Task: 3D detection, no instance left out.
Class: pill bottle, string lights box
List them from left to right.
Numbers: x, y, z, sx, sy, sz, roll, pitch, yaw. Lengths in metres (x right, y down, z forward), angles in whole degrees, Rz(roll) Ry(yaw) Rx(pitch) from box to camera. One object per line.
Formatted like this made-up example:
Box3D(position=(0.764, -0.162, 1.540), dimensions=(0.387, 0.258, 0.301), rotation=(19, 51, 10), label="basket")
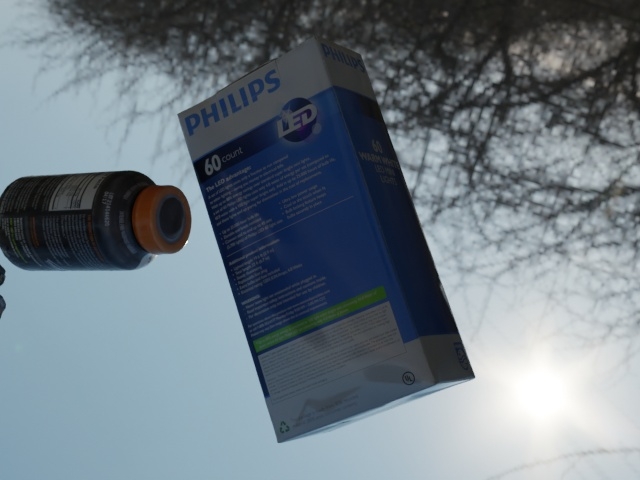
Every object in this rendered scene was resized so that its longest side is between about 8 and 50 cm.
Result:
Box3D(position=(-0.289, -0.024, 1.354), dimensions=(0.246, 0.130, 0.130), rotation=(0, -171, 28), label="pill bottle")
Box3D(position=(0.000, 0.000, 0.759), dimensions=(0.133, 0.259, 0.077), rotation=(-25, 165, 27), label="string lights box")

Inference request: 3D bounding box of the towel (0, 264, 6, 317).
Box3D(position=(-0.551, 0.067, 1.230), dimensions=(0.235, 0.121, 0.284), rotation=(21, -150, 22), label="towel")
